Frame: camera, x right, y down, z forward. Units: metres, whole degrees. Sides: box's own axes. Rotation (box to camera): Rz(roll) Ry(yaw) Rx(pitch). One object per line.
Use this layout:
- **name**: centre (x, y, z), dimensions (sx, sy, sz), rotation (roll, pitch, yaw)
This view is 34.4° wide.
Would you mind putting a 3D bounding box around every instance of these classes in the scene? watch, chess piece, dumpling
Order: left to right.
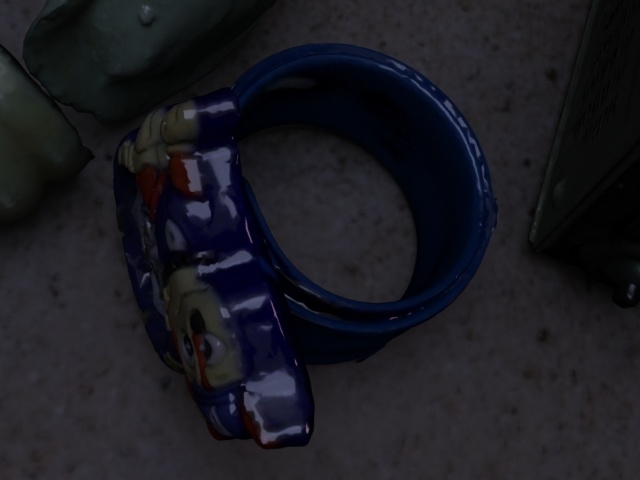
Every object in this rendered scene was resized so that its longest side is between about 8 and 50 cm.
- **chess piece**: centre (-0.256, -0.010, 0.561), dimensions (0.133, 0.133, 0.243), rotation (42, 78, 6)
- **dumpling**: centre (-0.087, -0.159, 0.601), dimensions (0.219, 0.152, 0.108), rotation (-35, 91, -27)
- **watch**: centre (-0.004, -0.006, 0.577), dimensions (0.200, 0.171, 0.196), rotation (-16, 88, -23)

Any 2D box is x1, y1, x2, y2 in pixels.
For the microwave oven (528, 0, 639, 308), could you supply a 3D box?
- **microwave oven**: centre (0.354, -0.057, 0.534), dimensions (0.394, 0.333, 0.247), rotation (20, 68, 0)
